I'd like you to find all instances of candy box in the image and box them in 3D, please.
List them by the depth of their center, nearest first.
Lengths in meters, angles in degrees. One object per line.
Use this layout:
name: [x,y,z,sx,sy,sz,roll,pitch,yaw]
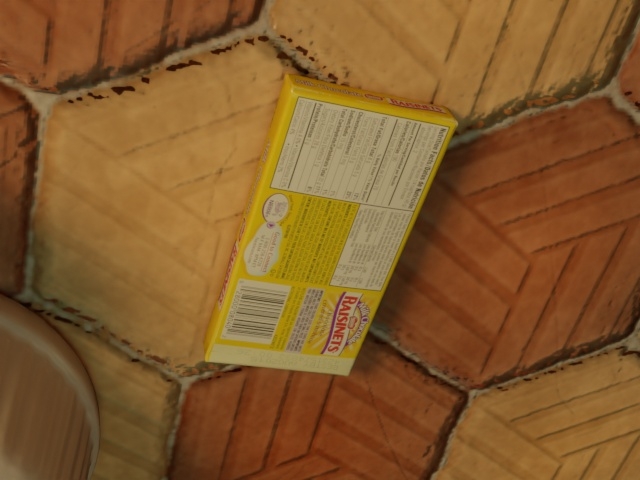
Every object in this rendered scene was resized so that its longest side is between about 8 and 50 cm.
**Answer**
candy box: [0.000,0.000,0.570,0.105,0.027,0.205,8,123,-21]

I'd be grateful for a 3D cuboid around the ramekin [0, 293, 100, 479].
ramekin: [-0.274,0.157,0.555,0.273,0.127,0.272,-6,125,-9]
